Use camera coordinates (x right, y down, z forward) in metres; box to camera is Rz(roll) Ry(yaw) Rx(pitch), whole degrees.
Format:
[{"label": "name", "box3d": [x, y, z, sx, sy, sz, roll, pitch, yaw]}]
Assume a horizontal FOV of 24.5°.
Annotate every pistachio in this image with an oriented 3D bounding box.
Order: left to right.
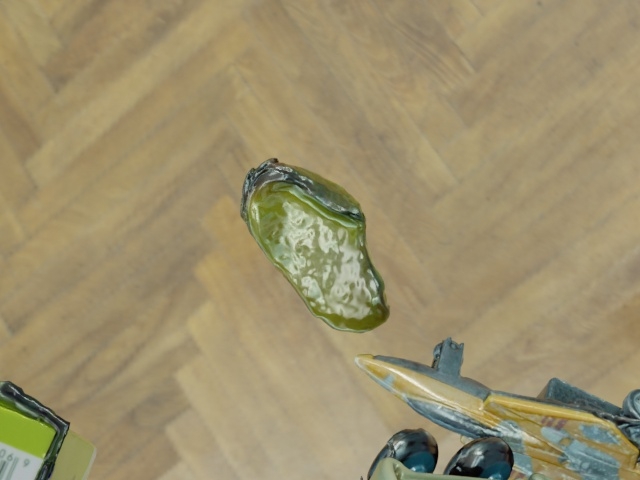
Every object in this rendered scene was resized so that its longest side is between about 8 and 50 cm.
[{"label": "pistachio", "box3d": [0.000, 0.000, 1.246, 0.089, 0.049, 0.173, -38, 102, -2]}]

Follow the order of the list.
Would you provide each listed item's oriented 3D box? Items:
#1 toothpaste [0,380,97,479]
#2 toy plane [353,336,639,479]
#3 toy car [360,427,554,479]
[{"label": "toothpaste", "box3d": [-0.198, 0.216, 0.640, 0.077, 0.110, 0.327, 22, 79, 3]}, {"label": "toy plane", "box3d": [0.175, 0.149, 1.155, 0.316, 0.103, 0.204, 30, 133, 2]}, {"label": "toy car", "box3d": [0.101, 0.256, 0.949, 0.204, 0.248, 0.198, 40, 106, 39]}]
